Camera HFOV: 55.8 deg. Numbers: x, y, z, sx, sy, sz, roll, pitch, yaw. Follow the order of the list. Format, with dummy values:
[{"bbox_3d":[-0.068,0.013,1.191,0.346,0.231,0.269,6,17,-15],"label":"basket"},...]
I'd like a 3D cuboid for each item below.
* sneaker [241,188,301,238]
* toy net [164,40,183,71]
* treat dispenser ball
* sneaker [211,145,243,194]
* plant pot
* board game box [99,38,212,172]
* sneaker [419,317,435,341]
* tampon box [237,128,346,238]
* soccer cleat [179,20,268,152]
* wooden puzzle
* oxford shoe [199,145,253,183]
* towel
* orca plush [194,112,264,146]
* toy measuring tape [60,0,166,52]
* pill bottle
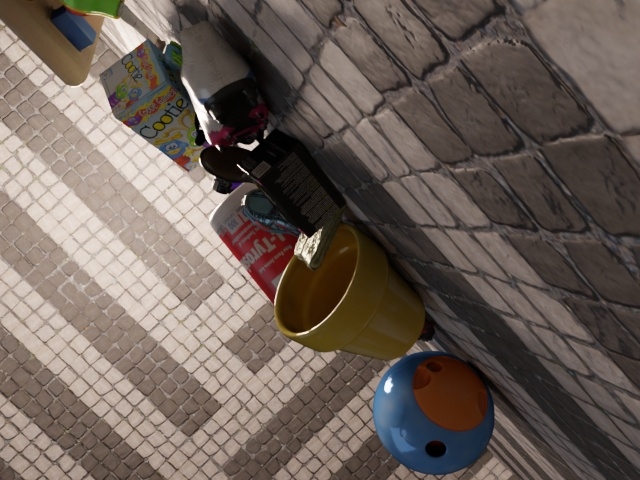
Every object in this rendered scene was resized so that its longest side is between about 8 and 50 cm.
[{"bbox_3d":[-0.051,-0.059,1.378,0.262,0.104,0.125,22,164,-6],"label":"sneaker"},{"bbox_3d":[-0.243,-0.328,1.302,0.232,0.045,0.122,47,165,-32],"label":"toy net"},{"bbox_3d":[0.271,0.411,1.454,0.288,0.288,0.288,46,175,5],"label":"treat dispenser ball"},{"bbox_3d":[-0.307,-0.223,2.003,0.102,0.146,0.293,44,175,21],"label":"sneaker"},{"bbox_3d":[0.075,0.125,1.230,0.239,0.254,0.254,31,-177,-30],"label":"plant pot"},{"bbox_3d":[-0.348,-0.301,1.393,0.144,0.142,0.275,63,-169,28],"label":"board game box"},{"bbox_3d":[0.157,0.146,1.418,0.276,0.135,0.098,24,166,-11],"label":"sneaker"},{"bbox_3d":[-0.054,-0.105,1.125,0.161,0.101,0.120,50,174,-34],"label":"tampon box"},{"bbox_3d":[-0.156,-0.244,0.974,0.143,0.116,0.331,62,172,1],"label":"soccer cleat"},{"bbox_3d":[-0.623,-0.587,1.415,0.322,0.081,0.347,52,-150,-46],"label":"wooden puzzle"},{"bbox_3d":[-0.147,-0.160,1.306,0.227,0.082,0.096,12,175,-15],"label":"oxford shoe"},{"bbox_3d":[-0.004,-0.021,1.195,0.027,0.148,0.110,20,-172,-28],"label":"towel"},{"bbox_3d":[-0.204,-0.218,1.237,0.287,0.102,0.151,23,161,49],"label":"orca plush"},{"bbox_3d":[-0.489,-0.519,1.338,0.330,0.121,0.121,46,175,8],"label":"toy measuring tape"},{"bbox_3d":[-0.074,0.038,1.536,0.407,0.229,0.229,50,175,3],"label":"pill bottle"}]
